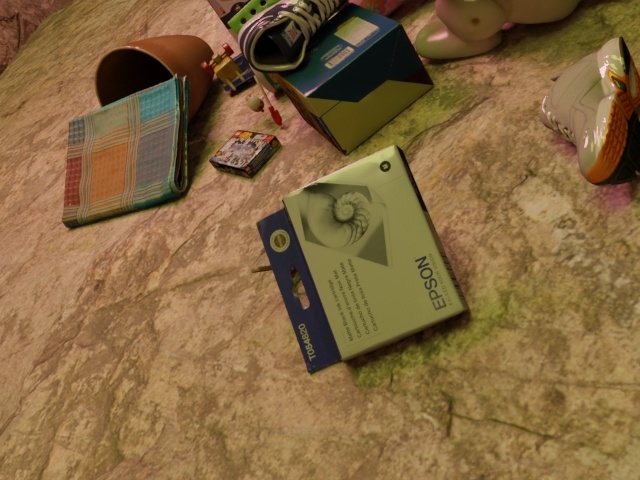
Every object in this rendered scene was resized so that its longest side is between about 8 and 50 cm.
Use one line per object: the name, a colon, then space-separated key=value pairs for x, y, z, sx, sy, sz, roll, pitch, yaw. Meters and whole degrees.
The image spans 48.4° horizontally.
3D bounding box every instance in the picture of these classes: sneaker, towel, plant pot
sneaker: x=-0.023 y=-0.395 z=1.232 sx=0.282 sy=0.099 sz=0.153 roll=-37 pitch=28 yaw=13
towel: x=-0.431 y=-0.187 z=1.546 sx=0.370 sy=0.040 sz=0.271 roll=-12 pitch=71 yaw=32
sneaker: x=0.335 y=-0.148 z=0.898 sx=0.121 sy=0.099 sz=0.262 roll=-18 pitch=31 yaw=37
plant pot: x=-0.354 y=-0.381 z=1.674 sx=0.237 sy=0.237 sz=0.254 roll=-12 pitch=27 yaw=32

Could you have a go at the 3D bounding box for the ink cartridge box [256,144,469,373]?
ink cartridge box: x=0.037 y=0.026 z=0.880 sx=0.224 sy=0.045 sz=0.223 roll=-26 pitch=75 yaw=18

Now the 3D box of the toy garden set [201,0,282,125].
toy garden set: x=-0.099 y=-0.345 z=1.424 sx=0.204 sy=0.244 sz=0.049 roll=-41 pitch=-8 yaw=8

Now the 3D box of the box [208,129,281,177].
box: x=-0.149 y=-0.172 z=1.392 sx=0.094 sy=0.027 sz=0.137 roll=-49 pitch=36 yaw=-18

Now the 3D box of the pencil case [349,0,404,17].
pencil case: x=0.172 y=-0.565 z=1.414 sx=0.284 sy=0.124 sz=0.124 roll=-41 pitch=29 yaw=34

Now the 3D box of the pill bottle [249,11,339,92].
pill bottle: x=-0.044 y=-0.409 z=1.495 sx=0.208 sy=0.117 sz=0.117 roll=-28 pitch=36 yaw=13

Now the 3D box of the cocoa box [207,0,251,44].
cocoa box: x=-0.130 y=-0.709 z=1.816 sx=0.347 sy=0.228 sz=0.231 roll=-28 pitch=36 yaw=13

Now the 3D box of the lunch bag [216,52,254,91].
lunch bag: x=-0.188 y=-0.390 z=1.646 sx=0.098 sy=0.065 sz=0.067 roll=-26 pitch=21 yaw=18

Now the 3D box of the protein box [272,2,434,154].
protein box: x=0.049 y=-0.291 z=1.260 sx=0.200 sy=0.136 sz=0.201 roll=-38 pitch=35 yaw=-1

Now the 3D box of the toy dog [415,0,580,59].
toy dog: x=0.236 y=-0.507 z=1.092 sx=0.395 sy=0.408 sz=0.284 roll=27 pitch=76 yaw=45

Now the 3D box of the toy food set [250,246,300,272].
toy food set: x=0.000 y=0.000 z=0.995 sx=0.192 sy=0.132 sz=0.038 roll=-18 pitch=84 yaw=25
